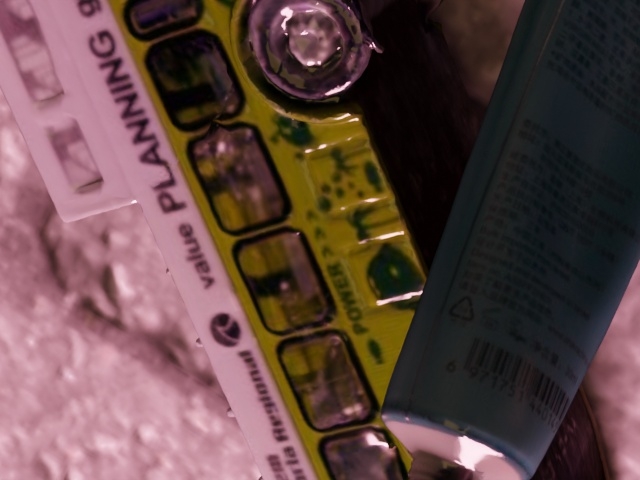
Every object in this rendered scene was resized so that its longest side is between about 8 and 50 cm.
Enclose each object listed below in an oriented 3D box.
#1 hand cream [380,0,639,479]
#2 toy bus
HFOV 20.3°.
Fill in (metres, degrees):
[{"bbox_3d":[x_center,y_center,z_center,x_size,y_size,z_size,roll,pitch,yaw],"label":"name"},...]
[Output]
[{"bbox_3d":[0.076,-0.020,0.551,0.083,0.224,0.048,32,164,-23],"label":"hand cream"},{"bbox_3d":[0.000,0.000,0.629,0.139,0.113,0.301,-16,106,28],"label":"toy bus"}]
